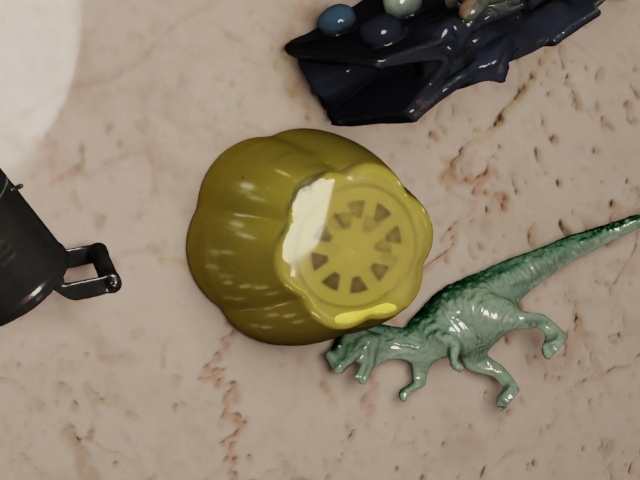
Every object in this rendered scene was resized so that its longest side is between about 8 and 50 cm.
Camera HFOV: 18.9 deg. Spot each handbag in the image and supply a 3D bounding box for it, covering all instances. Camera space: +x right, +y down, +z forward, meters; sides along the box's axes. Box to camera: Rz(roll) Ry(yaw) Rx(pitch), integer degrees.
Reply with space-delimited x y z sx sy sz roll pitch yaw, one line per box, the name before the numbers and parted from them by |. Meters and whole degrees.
handbag | 0.147 -0.216 1.610 0.326 0.269 0.118 -36 106 -16

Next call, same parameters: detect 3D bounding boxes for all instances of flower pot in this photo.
flower pot | 0.000 0.000 1.614 0.195 0.179 0.195 -1 93 -17

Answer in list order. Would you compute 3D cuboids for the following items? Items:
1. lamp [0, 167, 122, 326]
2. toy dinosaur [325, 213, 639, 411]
lamp | -0.293 -0.013 1.530 0.172 0.147 0.227 -35 116 -2
toy dinosaur | 0.191 0.076 1.756 0.383 0.076 0.129 -21 85 -18
